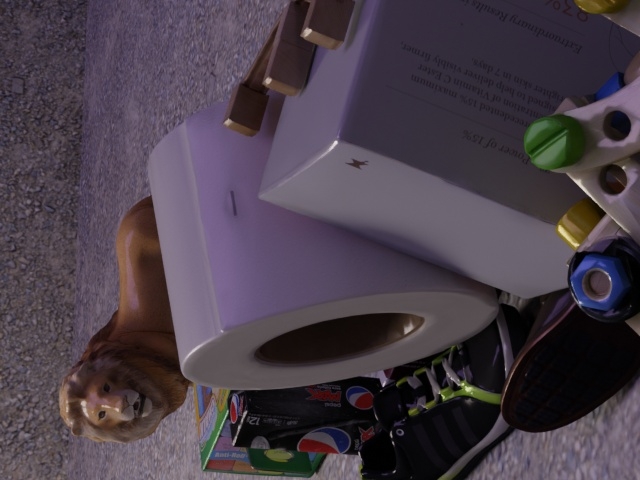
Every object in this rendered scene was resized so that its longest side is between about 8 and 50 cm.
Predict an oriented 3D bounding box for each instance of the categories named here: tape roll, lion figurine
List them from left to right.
[{"bbox_3d":[-0.210,0.077,1.958,0.142,0.240,0.392,131,143,-59],"label":"lion figurine"},{"bbox_3d":[0.000,0.000,1.153,0.246,0.246,0.169,133,130,-60],"label":"tape roll"}]

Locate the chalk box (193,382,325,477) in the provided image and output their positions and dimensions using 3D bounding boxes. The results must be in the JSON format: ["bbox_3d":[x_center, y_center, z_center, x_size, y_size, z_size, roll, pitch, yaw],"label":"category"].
[{"bbox_3d":[-0.056,0.171,1.635,0.213,0.132,0.132,-99,25,-43],"label":"chalk box"}]

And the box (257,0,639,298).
[{"bbox_3d":[0.123,-0.164,0.999,0.168,0.215,0.345,153,136,-68],"label":"box"}]

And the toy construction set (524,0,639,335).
[{"bbox_3d":[0.236,-0.013,0.790,0.215,0.151,0.328,-55,52,29],"label":"toy construction set"}]

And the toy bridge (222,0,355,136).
[{"bbox_3d":[-0.018,-0.126,0.974,0.188,0.026,0.063,143,145,-65],"label":"toy bridge"}]

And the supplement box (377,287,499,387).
[{"bbox_3d":[0.106,0.002,1.307,0.130,0.073,0.239,-108,30,-48],"label":"supplement box"}]

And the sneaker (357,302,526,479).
[{"bbox_3d":[0.094,0.142,1.251,0.084,0.097,0.235,-101,26,-43],"label":"sneaker"}]

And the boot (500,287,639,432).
[{"bbox_3d":[0.191,0.035,1.066,0.106,0.082,0.219,-86,21,-53],"label":"boot"}]

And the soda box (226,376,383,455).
[{"bbox_3d":[0.001,0.161,1.409,0.060,0.168,0.053,-102,26,-45],"label":"soda box"}]
